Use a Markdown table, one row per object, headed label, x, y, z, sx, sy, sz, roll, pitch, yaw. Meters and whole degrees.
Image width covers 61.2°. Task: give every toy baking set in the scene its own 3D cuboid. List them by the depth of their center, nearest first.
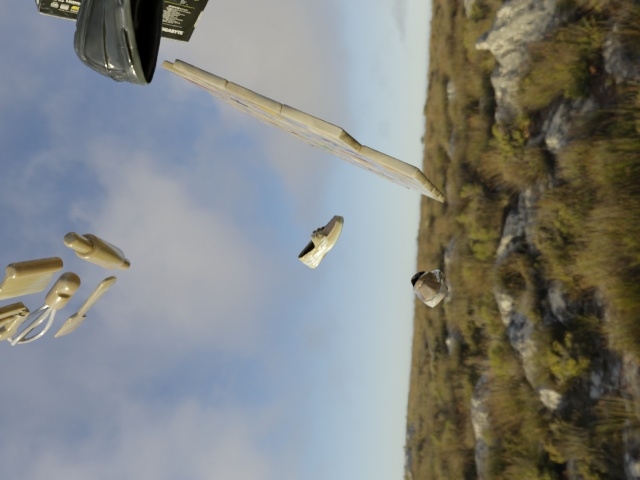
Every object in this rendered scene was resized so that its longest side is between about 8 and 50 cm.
| label | x | y | z | sx | sy | sz | roll | pitch | yaw |
| --- | --- | --- | --- | --- | --- | --- | --- | --- | --- |
| toy baking set | -0.327 | 0.065 | 0.658 | 0.030 | 0.197 | 0.256 | 53 | 177 | 10 |

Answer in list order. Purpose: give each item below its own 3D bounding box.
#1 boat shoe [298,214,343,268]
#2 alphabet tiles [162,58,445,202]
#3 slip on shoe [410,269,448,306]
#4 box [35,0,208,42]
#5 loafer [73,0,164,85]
| label | x | y | z | sx | sy | sz | roll | pitch | yaw |
| --- | --- | --- | --- | --- | --- | --- | --- | --- | --- |
| boat shoe | 0.000 | 0.000 | 1.111 | 0.135 | 0.045 | 0.050 | -57 | 20 | 24 |
| alphabet tiles | -0.002 | -0.115 | 0.611 | 0.011 | 0.285 | 0.342 | -65 | -18 | 7 |
| slip on shoe | 0.152 | 0.062 | 0.787 | 0.051 | 0.041 | 0.135 | -52 | -2 | 11 |
| box | -0.369 | -0.537 | 1.070 | 0.257 | 0.322 | 0.079 | -45 | 59 | 43 |
| loafer | -0.154 | -0.248 | 0.472 | 0.076 | 0.078 | 0.223 | -45 | -23 | -66 |
